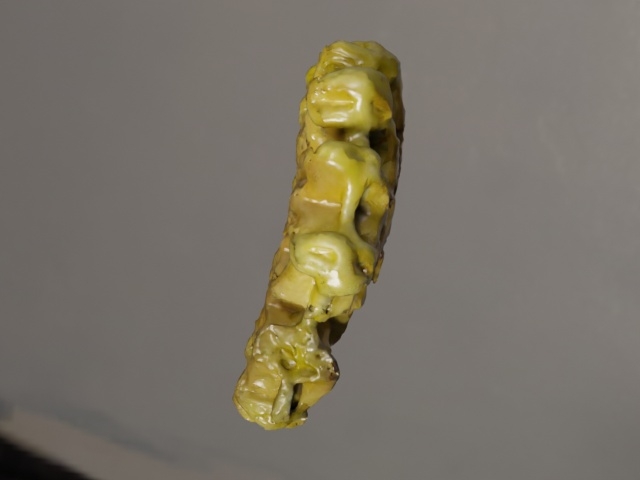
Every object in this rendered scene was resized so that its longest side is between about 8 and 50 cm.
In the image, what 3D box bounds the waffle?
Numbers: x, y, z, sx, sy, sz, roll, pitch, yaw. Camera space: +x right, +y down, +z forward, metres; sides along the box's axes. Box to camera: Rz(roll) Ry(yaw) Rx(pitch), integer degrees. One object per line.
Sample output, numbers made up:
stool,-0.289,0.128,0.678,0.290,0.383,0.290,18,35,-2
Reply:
waffle,0.003,0.001,0.695,0.051,0.149,0.194,11,166,-4
